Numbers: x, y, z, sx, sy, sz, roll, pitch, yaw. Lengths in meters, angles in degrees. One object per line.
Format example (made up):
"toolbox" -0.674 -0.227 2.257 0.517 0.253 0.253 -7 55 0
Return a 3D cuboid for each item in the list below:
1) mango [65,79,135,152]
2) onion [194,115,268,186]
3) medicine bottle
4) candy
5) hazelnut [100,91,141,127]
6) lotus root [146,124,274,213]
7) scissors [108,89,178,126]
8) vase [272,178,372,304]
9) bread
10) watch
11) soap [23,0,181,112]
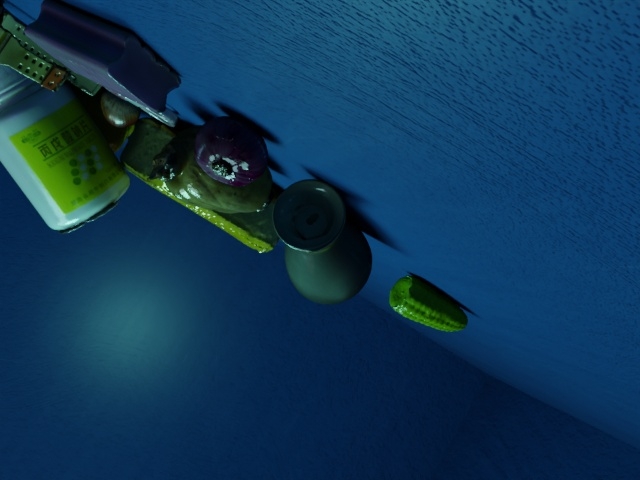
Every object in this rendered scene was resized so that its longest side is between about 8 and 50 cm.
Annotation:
"mango" -0.584 -0.319 1.614 0.256 0.138 0.187 26 164 -10
"onion" -0.130 -0.136 1.000 0.115 0.115 0.104 32 -141 -4
"medicine bottle" -0.602 -0.224 1.464 0.379 0.213 0.213 61 163 -23
"candy" 0.261 0.158 1.561 0.209 0.097 0.096 27 177 -22
"hazelnut" -0.420 -0.280 1.405 0.086 0.086 0.086 31 175 3
"lotus root" -0.184 -0.121 1.171 0.154 0.140 0.256 10 172 39
"scissors" -0.383 -0.291 1.281 0.242 0.031 0.118 31 176 -13
"vase" 0.000 0.000 1.205 0.173 0.173 0.321 30 169 15
"bread" -0.255 -0.127 1.495 0.333 0.143 0.323 34 176 -36
"watch" -0.543 -0.350 1.292 0.268 0.102 0.165 33 -165 -33
"soap" -0.307 -0.260 0.940 0.203 0.066 0.122 28 174 30
